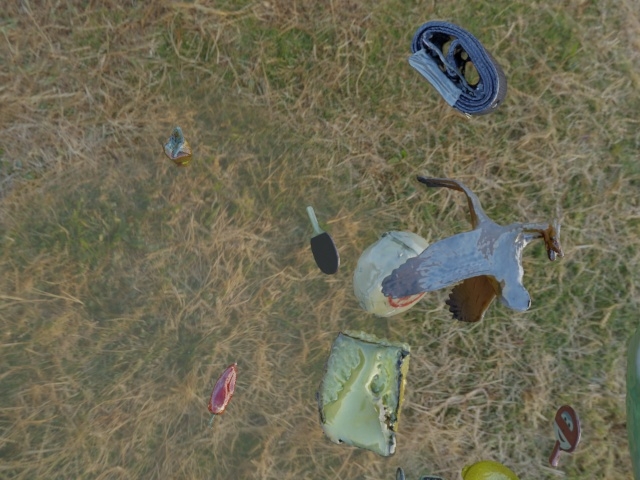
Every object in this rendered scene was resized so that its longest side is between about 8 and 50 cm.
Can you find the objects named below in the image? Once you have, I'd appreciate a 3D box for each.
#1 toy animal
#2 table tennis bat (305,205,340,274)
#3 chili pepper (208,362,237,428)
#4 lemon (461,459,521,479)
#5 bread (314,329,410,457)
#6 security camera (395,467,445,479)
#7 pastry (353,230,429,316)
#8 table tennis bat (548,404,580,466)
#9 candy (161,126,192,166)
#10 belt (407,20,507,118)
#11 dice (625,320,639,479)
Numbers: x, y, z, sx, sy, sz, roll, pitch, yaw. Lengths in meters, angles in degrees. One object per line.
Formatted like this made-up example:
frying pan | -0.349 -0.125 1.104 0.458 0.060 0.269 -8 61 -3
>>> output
toy animal | 0.287 -0.008 0.911 0.225 0.302 0.284 25 67 -36
table tennis bat | 0.000 0.000 1.123 0.013 0.087 0.156 -17 88 -33
chili pepper | -0.278 0.431 1.458 0.059 0.050 0.191 34 57 -22
lemon | 0.192 0.279 0.579 0.062 0.083 0.062 -11 108 -36
bread | 0.099 0.343 1.212 0.204 0.162 0.262 12 86 10
security camera | 0.192 0.458 0.976 0.092 0.058 0.058 1 78 -1
pastry | 0.200 0.094 1.403 0.265 0.265 0.133 -22 51 -18
table tennis bat | 0.544 0.442 1.162 0.019 0.098 0.155 7 113 -4
candy | -0.257 -0.161 0.931 0.046 0.182 0.053 -29 94 -12
belt | 0.291 -0.366 1.110 0.230 0.139 0.126 51 27 12
dice | 0.544 0.205 0.527 0.322 0.318 0.330 4 81 3
